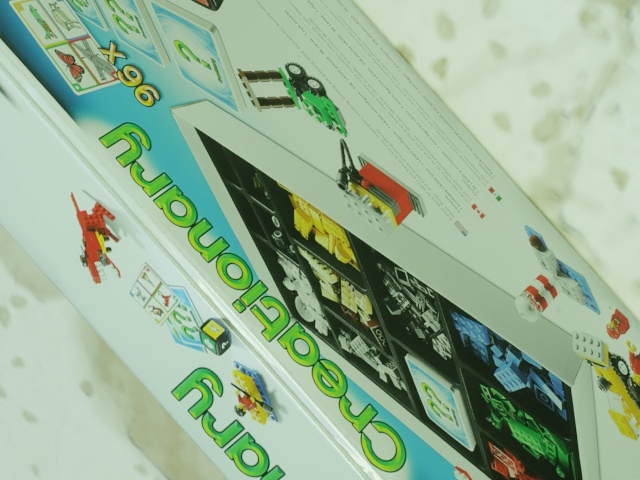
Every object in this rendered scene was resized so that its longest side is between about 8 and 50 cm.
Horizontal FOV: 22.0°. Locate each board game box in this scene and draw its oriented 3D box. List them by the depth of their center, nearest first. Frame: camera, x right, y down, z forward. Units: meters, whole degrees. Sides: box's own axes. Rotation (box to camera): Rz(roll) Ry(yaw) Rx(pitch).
[{"bbox_3d":[0.000,0.000,0.595,0.305,0.193,0.053,49,126,1],"label":"board game box"}]
